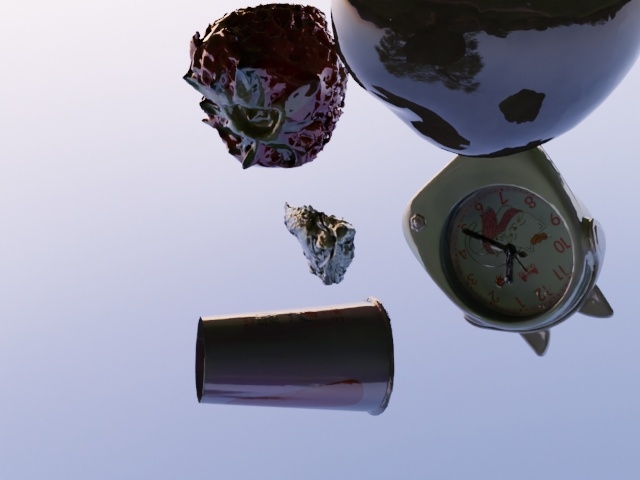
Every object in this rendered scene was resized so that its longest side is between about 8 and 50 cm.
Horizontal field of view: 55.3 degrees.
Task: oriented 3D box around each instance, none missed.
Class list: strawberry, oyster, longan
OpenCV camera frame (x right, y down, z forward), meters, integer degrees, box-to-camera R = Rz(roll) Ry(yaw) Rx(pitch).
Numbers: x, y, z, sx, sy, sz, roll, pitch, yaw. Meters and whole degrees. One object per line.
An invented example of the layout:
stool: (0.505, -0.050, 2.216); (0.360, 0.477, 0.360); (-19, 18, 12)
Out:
strawberry: (-0.051, -0.187, 0.700); (0.187, 0.184, 0.201); (40, -123, -15)
oyster: (0.000, 0.000, 0.805); (0.064, 0.125, 0.177); (-39, -146, -10)
longan: (0.124, -0.175, 0.455); (0.248, 0.248, 0.248); (-3, -133, 4)

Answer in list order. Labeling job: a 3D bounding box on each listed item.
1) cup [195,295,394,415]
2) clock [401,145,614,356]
cup: (-0.049, 0.188, 0.981); (0.289, 0.203, 0.203); (2, -136, -18)
clock: (0.296, 0.010, 0.943); (0.109, 0.265, 0.324); (-14, -113, -50)
